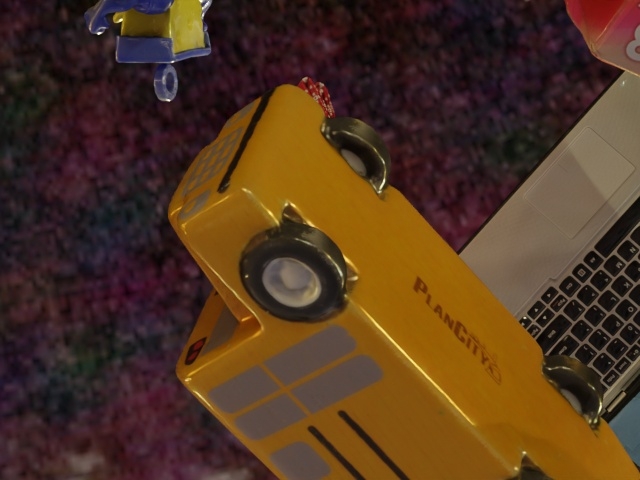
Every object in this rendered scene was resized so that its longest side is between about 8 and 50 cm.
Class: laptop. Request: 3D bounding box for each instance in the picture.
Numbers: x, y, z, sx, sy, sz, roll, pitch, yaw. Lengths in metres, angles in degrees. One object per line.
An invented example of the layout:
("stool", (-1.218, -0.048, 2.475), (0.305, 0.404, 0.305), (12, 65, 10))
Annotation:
("laptop", (0.394, 0.034, 1.955), (0.382, 0.408, 0.236), (-48, 171, 0))

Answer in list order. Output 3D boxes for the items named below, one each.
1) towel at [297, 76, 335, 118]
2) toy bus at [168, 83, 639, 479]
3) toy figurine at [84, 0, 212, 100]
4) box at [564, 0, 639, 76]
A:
("towel", (0.000, 0.000, 1.765), (0.031, 0.275, 0.199), (-8, 154, -35))
("toy bus", (0.044, 0.082, 0.899), (0.130, 0.108, 0.333), (-31, 112, 34))
("toy figurine", (-0.137, -0.239, 1.733), (0.191, 0.362, 0.217), (10, 104, 14))
("box", (0.202, -0.085, 0.528), (0.257, 0.123, 0.128), (22, 120, -22))
